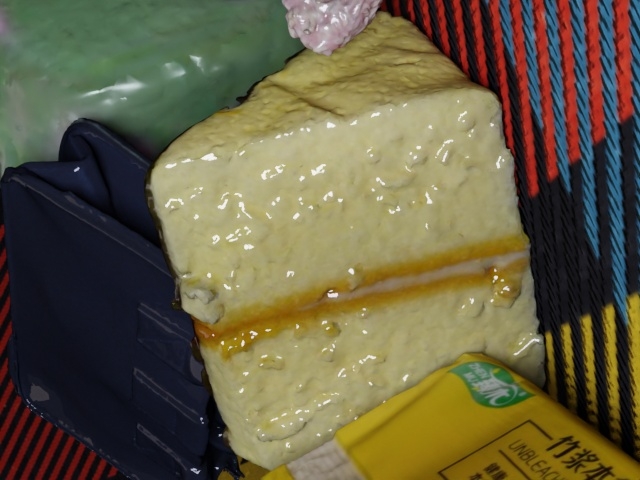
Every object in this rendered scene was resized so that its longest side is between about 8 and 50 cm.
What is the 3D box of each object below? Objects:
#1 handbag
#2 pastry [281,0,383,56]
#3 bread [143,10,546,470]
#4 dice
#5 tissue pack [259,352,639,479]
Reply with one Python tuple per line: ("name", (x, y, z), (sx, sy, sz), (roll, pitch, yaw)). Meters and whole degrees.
("handbag", (-0.136, 0.080, 1.050), (0.269, 0.118, 0.326), (35, 144, 18))
("pastry", (-0.017, -0.231, 0.911), (0.265, 0.103, 0.112), (-123, 21, -57))
("bread", (0.000, 0.000, 0.893), (0.198, 0.236, 0.263), (-128, 21, -58))
("dice", (-0.172, -0.163, 1.218), (0.318, 0.330, 0.322), (86, 162, -54))
("tissue pack", (0.138, 0.274, 0.715), (0.293, 0.228, 0.382), (69, 170, -18))
